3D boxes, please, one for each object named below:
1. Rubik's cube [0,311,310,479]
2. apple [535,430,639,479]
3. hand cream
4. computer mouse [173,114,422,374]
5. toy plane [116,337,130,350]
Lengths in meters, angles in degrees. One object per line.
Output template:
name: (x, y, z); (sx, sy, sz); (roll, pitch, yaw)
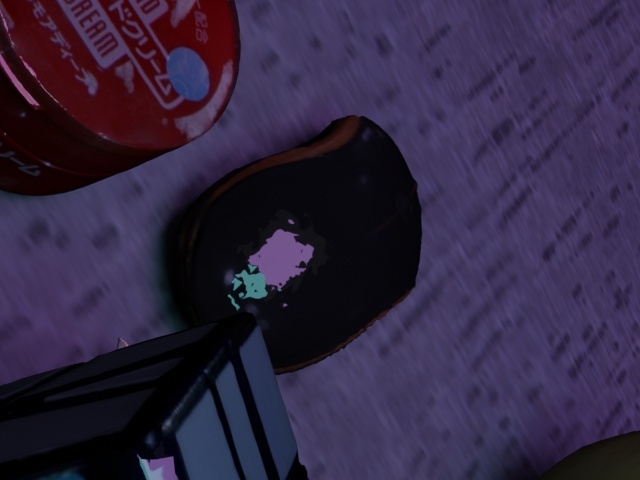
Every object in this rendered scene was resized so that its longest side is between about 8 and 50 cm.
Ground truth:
Rubik's cube: (-0.139, 0.223, 0.651); (0.293, 0.289, 0.283); (-56, 129, -78)
apple: (0.391, 0.395, 1.196); (0.474, 0.474, 0.473); (17, 67, -46)
hand cream: (-0.182, -0.150, 0.889); (0.230, 0.149, 0.230); (15, 68, -44)
computer mouse: (0.004, 0.000, 1.089); (0.323, 0.116, 0.183); (-32, 109, -49)
toy plane: (-0.142, 0.169, 0.909); (0.135, 0.062, 0.188); (22, 63, -12)
